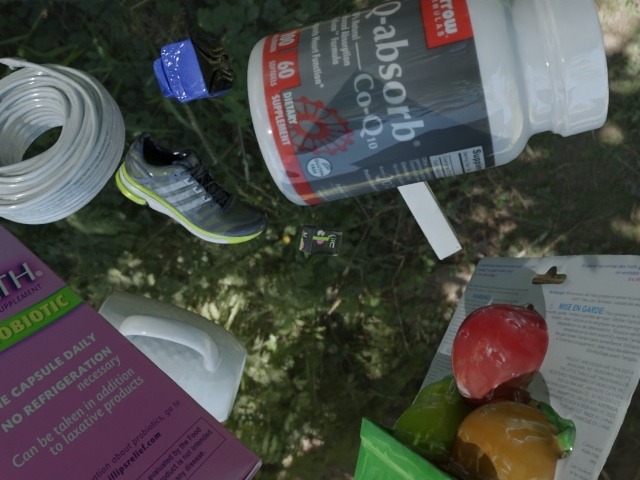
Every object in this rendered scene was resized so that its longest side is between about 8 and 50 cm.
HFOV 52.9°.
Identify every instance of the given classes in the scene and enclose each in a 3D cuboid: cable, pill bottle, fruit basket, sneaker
[{"bbox_3d":[-0.422,-0.146,0.960,0.257,0.257,0.089,11,158,17],"label":"cable"},{"bbox_3d":[0.118,-0.174,0.741,0.362,0.210,0.210,-11,128,15],"label":"pill bottle"},{"bbox_3d":[0.181,0.176,0.640,0.165,0.353,0.327,35,169,-12],"label":"fruit basket"},{"bbox_3d":[-0.233,-0.094,1.187,0.299,0.111,0.121,24,131,-4],"label":"sneaker"}]

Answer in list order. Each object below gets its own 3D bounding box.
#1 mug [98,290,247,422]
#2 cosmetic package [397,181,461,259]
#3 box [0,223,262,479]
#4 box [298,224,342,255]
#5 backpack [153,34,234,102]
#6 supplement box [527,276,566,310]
[{"bbox_3d":[-0.340,0.264,1.437,0.327,0.276,0.374,15,148,-1],"label":"mug"},{"bbox_3d":[0.236,-0.080,1.462,0.060,0.099,0.239,-30,96,12],"label":"cosmetic package"},{"bbox_3d":[-0.188,0.141,0.404,0.243,0.117,0.214,38,133,10],"label":"box"},{"bbox_3d":[0.000,0.000,1.490,0.083,0.062,0.052,4,-170,-37],"label":"box"},{"bbox_3d":[-0.200,-0.275,1.027,0.101,0.120,0.098,-6,106,21],"label":"backpack"},{"bbox_3d":[0.373,0.175,1.024,0.129,0.194,0.192,3,102,-2],"label":"supplement box"}]
